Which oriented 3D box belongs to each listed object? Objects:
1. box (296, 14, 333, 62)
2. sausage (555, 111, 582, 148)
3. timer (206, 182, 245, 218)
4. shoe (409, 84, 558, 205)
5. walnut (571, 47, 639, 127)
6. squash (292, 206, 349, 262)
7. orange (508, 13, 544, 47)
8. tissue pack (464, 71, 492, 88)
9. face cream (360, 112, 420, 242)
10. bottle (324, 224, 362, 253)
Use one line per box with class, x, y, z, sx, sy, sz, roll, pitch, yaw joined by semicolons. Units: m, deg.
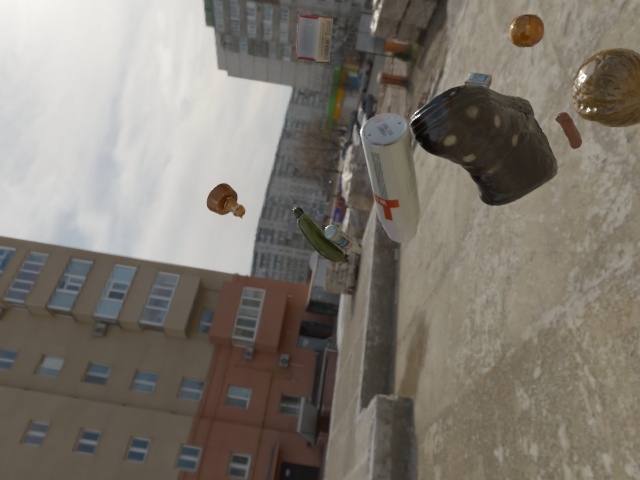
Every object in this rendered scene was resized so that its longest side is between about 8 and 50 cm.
box;-0.023;-0.849;2.015;0.099;0.133;0.182;-20;-56;-41
sausage;0.709;-0.316;1.362;0.036;0.158;0.042;-11;59;42
timer;-0.363;-0.142;1.934;0.132;0.152;0.132;-42;-29;-29
shoe;0.358;-0.189;1.022;0.171;0.384;0.237;-29;75;44
walnut;1.135;-0.576;1.826;0.333;0.333;0.332;-170;90;-90
squash;0.000;0.001;1.820;0.071;0.318;0.080;-36;26;18
orange;0.487;-0.495;1.131;0.083;0.083;0.070;-82;-4;-79
tissue pack;0.651;-0.649;1.968;0.074;0.094;0.058;-57;-31;-22
face cream;0.164;-0.116;1.055;0.345;0.102;0.101;69;-156;-50
bottle;0.096;0.004;1.819;0.217;0.060;0.060;30;-116;-49
